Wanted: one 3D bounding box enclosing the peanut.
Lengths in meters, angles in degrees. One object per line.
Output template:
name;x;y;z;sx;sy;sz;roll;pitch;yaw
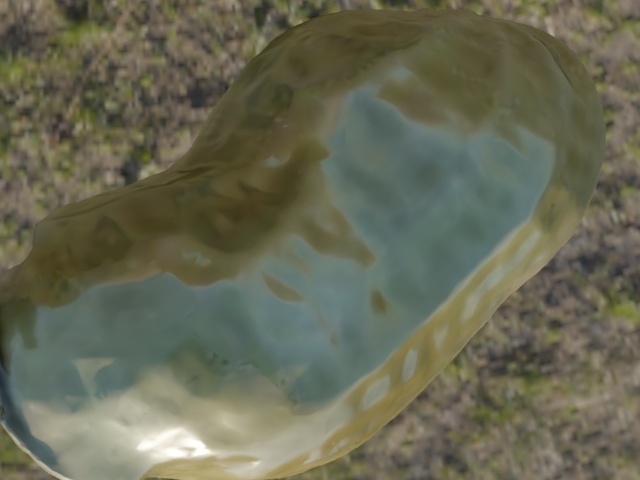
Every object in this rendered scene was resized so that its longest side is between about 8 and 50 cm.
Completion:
peanut;0.003;0.005;0.799;0.340;0.158;0.174;-46;144;-27
